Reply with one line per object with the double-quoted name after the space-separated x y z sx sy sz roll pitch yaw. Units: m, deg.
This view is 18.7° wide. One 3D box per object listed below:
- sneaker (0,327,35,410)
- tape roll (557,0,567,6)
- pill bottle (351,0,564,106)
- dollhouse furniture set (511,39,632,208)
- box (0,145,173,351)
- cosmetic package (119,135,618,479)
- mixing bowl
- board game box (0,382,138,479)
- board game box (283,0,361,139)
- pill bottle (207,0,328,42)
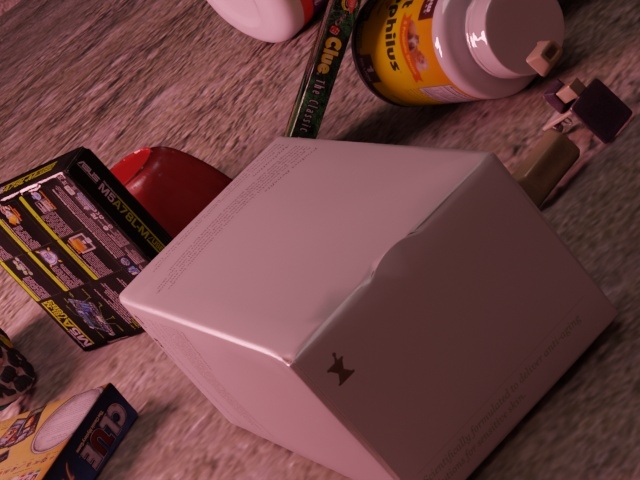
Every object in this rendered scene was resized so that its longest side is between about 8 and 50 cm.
-0.366 0.143 1.998 0.110 0.107 0.275 -60 15 0 "sneaker"
0.191 -0.319 1.842 0.219 0.072 0.219 -30 52 45 "tape roll"
0.124 -0.182 1.741 0.117 0.117 0.215 -47 20 -20 "pill bottle"
0.165 -0.082 1.525 0.114 0.091 0.081 -50 6 -19 "dollhouse furniture set"
-0.223 0.012 1.842 0.184 0.190 0.045 -19 30 47 "box"
0.018 0.044 1.382 0.197 0.155 0.365 -45 20 -12 "cosmetic package"
-0.177 -0.031 1.992 0.181 0.098 0.181 -34 21 15 "mixing bowl"
-0.287 0.221 1.720 0.243 0.042 0.165 -21 26 42 "board game box"
0.001 -0.160 1.837 0.136 0.030 0.259 -85 13 -61 "board game box"
-0.005 -0.404 2.372 0.323 0.181 0.181 -47 20 -19 "pill bottle"
